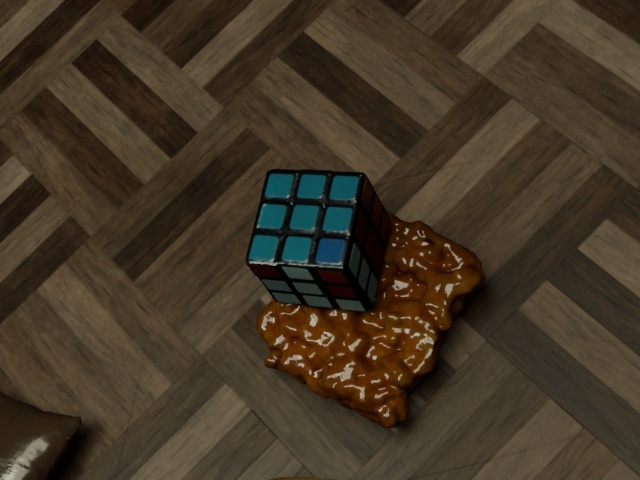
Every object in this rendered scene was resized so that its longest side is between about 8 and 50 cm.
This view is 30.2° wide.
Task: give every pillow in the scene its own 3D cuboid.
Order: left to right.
[{"bbox_3d":[-0.574,0.377,1.929,0.308,0.108,0.305,18,72,25],"label":"pillow"}]

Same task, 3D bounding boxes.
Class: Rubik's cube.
[{"bbox_3d":[0.000,0.000,1.760,0.162,0.163,0.160,4,66,19],"label":"Rubik's cube"}]

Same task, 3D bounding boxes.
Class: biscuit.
[{"bbox_3d":[0.066,0.101,1.841,0.318,0.110,0.312,25,77,27],"label":"biscuit"}]

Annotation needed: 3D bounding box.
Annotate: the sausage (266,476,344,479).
[{"bbox_3d":[0.061,0.403,1.706,0.328,0.112,0.112,1,67,18],"label":"sausage"}]
